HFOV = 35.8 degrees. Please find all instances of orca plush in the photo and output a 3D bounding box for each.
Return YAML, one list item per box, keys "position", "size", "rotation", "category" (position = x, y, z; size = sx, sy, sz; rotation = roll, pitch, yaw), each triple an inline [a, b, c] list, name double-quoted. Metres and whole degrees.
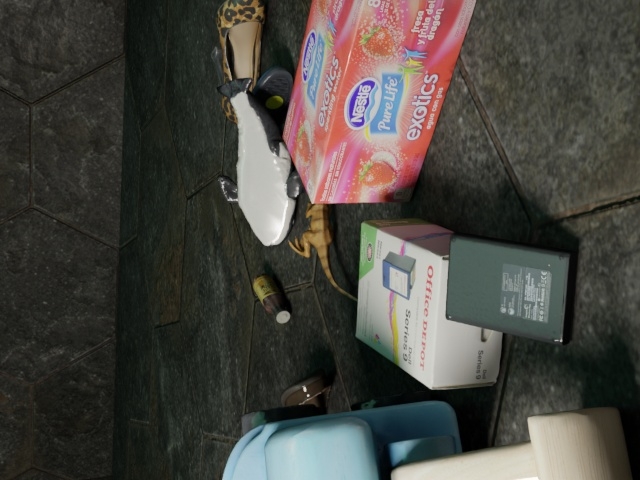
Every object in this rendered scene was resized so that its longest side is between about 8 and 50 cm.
- position: [-0.103, -0.138, 1.705]
  size: [0.287, 0.151, 0.102]
  rotation: [63, -161, -5]
  category: "orca plush"

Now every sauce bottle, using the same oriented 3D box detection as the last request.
- position: [-0.086, 0.105, 1.784]
  size: [0.128, 0.042, 0.042]
  rotation: [-130, 43, -54]
  category: "sauce bottle"

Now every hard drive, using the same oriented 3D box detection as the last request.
- position: [0.190, 0.047, 1.005]
  size: [0.135, 0.022, 0.094]
  rotation: [11, 104, 37]
  category: "hard drive"

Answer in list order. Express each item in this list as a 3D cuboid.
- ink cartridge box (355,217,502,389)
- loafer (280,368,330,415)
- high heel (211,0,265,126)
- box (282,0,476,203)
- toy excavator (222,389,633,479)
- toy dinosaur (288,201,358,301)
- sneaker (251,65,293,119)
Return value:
- position: [0.125, 0.068, 1.168]
  size: [0.212, 0.093, 0.154]
  rotation: [-152, 62, -64]
  category: "ink cartridge box"
- position: [-0.016, 0.278, 1.597]
  size: [0.078, 0.080, 0.220]
  rotation: [52, 155, 21]
  category: "loafer"
- position: [-0.130, -0.328, 1.802]
  size: [0.261, 0.093, 0.186]
  rotation: [126, 129, -59]
  category: "high heel"
- position: [0.061, -0.207, 1.230]
  size: [0.154, 0.142, 0.300]
  rotation: [-114, 30, -45]
  category: "box"
- position: [0.086, 0.266, 1.064]
  size: [0.445, 0.433, 0.222]
  rotation: [57, -155, -76]
  category: "toy excavator"
- position: [0.000, 0.000, 1.520]
  size: [0.112, 0.064, 0.211]
  rotation: [152, 113, -65]
  category: "toy dinosaur"
- position: [-0.103, -0.245, 1.751]
  size: [0.209, 0.069, 0.082]
  rotation: [116, 149, -51]
  category: "sneaker"
